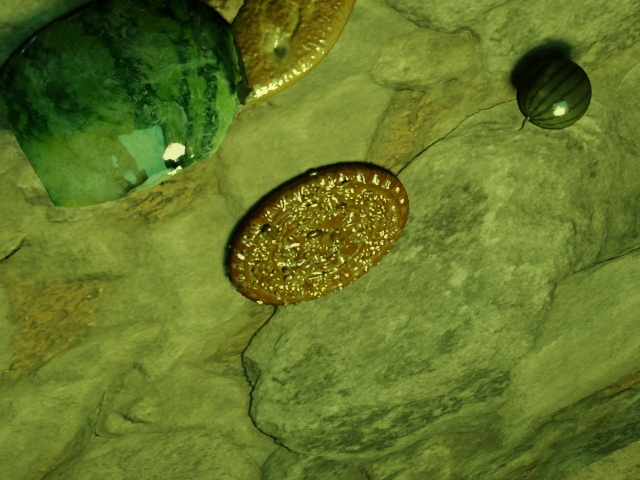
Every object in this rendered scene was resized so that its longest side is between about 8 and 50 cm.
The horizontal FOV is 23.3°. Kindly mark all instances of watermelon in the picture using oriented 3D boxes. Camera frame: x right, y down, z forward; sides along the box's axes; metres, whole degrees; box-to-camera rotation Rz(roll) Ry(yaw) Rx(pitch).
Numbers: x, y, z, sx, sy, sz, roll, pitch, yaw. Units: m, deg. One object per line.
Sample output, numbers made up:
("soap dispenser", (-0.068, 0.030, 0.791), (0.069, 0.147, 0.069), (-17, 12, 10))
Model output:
("watermelon", (0.330, -0.204, 2.251), (0.133, 0.105, 0.105), (-41, 148, -13))
("watermelon", (-0.225, -0.183, 1.876), (0.305, 0.224, 0.180), (-27, -169, -6))

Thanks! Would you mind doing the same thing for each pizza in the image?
("pizza", (-0.030, -0.283, 1.874), (0.134, 0.056, 0.271), (22, 91, -13))

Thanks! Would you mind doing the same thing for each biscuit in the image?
("biscuit", (0.000, 0.000, 2.352), (0.305, 0.038, 0.305), (-19, 145, -14))
